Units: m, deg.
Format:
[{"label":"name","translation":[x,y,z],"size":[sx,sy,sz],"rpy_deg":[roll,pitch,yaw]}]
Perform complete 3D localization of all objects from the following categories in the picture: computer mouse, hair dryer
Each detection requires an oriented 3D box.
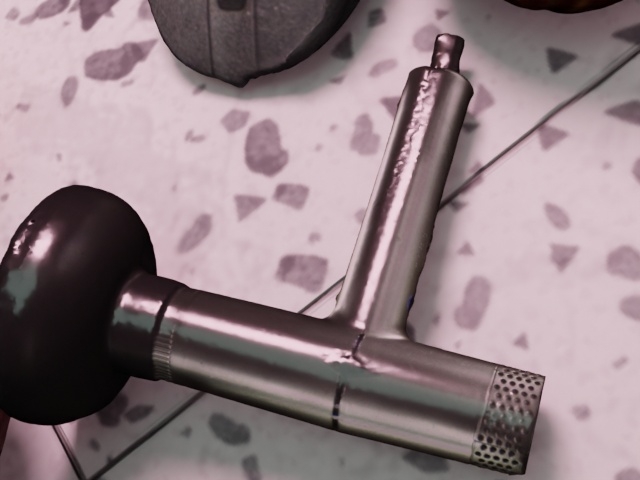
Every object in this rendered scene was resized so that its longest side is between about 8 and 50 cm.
[{"label":"computer mouse","translation":[-0.033,-0.303,0.756],"size":[0.203,0.114,0.374],"rpy_deg":[5,72,20]},{"label":"hair dryer","translation":[-0.014,0.006,0.658],"size":[0.320,0.156,0.284],"rpy_deg":[5,50,8]}]

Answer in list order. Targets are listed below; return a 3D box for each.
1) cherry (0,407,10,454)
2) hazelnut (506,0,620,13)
[{"label":"cherry","translation":[-0.324,0.112,0.598],"size":[0.261,0.307,0.221],"rpy_deg":[-45,73,24]},{"label":"hazelnut","translation":[0.143,-0.260,0.626],"size":[0.218,0.218,0.234],"rpy_deg":[-27,65,7]}]
